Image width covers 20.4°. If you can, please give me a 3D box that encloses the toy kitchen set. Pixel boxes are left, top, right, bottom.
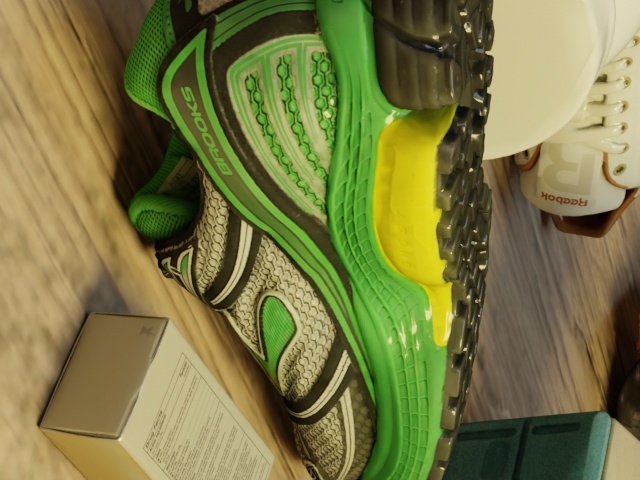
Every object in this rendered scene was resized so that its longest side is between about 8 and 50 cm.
[{"bbox_3d":[0.053,0.160,0.863,0.166,0.122,0.207,41,52,-39],"label":"toy kitchen set"}]

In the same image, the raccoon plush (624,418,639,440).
[{"bbox_3d":[0.189,0.262,0.908,0.446,0.216,0.299,-69,-178,-52],"label":"raccoon plush"}]

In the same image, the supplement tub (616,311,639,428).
[{"bbox_3d":[0.333,0.206,1.341,0.207,0.207,0.338,-42,128,-54],"label":"supplement tub"}]

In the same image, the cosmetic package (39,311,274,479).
[{"bbox_3d":[-0.066,0.085,0.745,0.115,0.041,0.060,60,42,-46],"label":"cosmetic package"}]

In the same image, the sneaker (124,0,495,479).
[{"bbox_3d":[0.000,0.000,0.784,0.343,0.146,0.134,84,17,-50],"label":"sneaker"}]

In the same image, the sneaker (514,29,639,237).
[{"bbox_3d":[0.170,-0.086,1.077,0.290,0.106,0.123,63,43,-63],"label":"sneaker"}]

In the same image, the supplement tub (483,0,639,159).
[{"bbox_3d":[0.087,-0.190,0.850,0.272,0.191,0.191,-64,144,-38],"label":"supplement tub"}]
